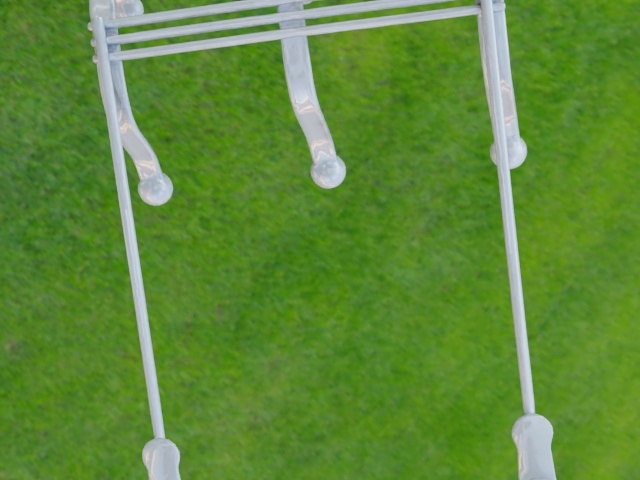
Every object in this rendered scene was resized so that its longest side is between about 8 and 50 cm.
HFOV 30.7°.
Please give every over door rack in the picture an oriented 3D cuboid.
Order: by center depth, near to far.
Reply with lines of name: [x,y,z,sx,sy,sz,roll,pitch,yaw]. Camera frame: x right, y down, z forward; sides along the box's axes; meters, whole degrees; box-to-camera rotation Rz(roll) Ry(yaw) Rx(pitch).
over door rack: [0.000,0.000,0.661,0.108,0.239,0.324,13,72,-79]
